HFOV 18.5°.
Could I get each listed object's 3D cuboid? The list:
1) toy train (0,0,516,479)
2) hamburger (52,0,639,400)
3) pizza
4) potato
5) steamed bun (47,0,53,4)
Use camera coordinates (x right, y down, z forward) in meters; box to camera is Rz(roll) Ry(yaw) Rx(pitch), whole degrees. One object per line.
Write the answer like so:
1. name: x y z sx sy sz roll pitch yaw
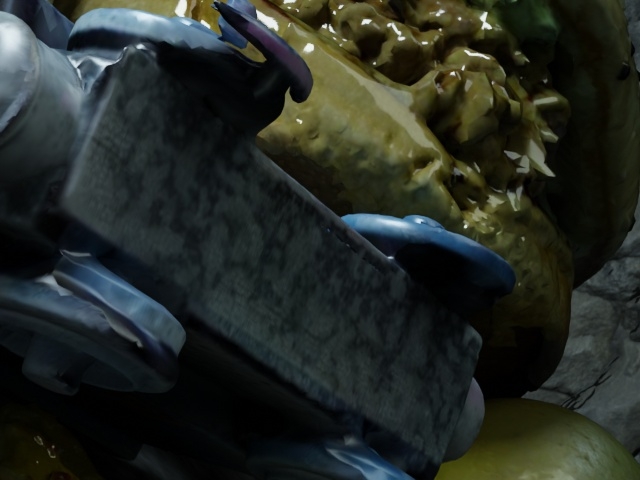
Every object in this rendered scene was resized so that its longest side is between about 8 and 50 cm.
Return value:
1. toy train: -0.069 0.007 0.682 0.202 0.131 0.300 11 -19 35
2. hamburger: 0.001 -0.062 0.908 0.318 0.195 0.277 32 -28 -2
3. pizza: -0.075 0.095 0.635 0.160 0.036 0.099 44 3 -12
4. potato: 0.078 0.154 0.838 0.157 0.157 0.194 45 14 1
5. steamed bun: -0.217 -0.149 0.751 0.170 0.200 0.225 1 -18 28
